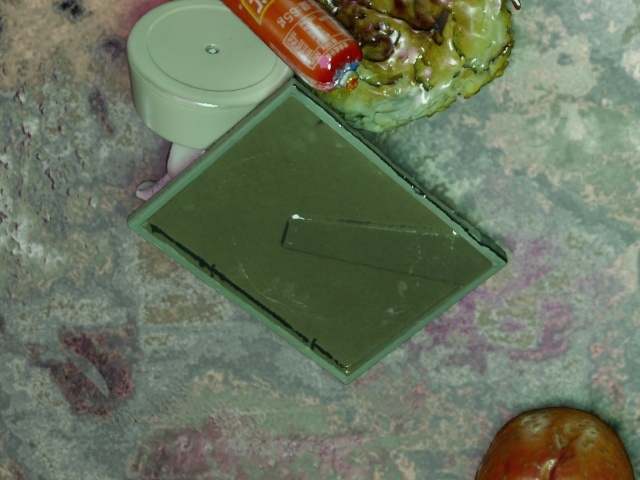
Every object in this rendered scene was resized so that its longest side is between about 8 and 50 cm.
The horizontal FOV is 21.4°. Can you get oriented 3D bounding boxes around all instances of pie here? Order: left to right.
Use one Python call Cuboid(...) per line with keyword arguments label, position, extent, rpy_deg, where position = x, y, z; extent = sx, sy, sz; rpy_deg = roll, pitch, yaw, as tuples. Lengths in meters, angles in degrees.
Cuboid(label="pie", position=(0.064, -0.250, 1.767), extent=(0.308, 0.085, 0.308), rpy_deg=(7, 105, 26))

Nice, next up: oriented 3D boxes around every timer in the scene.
Cuboid(label="timer", position=(-0.131, -0.107, 1.828), extent=(0.175, 0.175, 0.266), rpy_deg=(26, 136, 13))

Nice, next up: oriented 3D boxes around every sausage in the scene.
Cuboid(label="sausage", position=(-0.045, -0.237, 1.736), extent=(0.274, 0.074, 0.074), rpy_deg=(46, 114, 27))

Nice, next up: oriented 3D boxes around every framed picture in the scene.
Cuboid(label="framed picture", position=(0.000, 0.000, 1.790), extent=(0.247, 0.022, 0.335), rpy_deg=(-39, 122, 23))

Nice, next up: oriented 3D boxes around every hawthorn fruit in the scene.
Cuboid(label="hawthorn fruit", position=(0.239, 0.274, 1.770), extent=(0.179, 0.200, 0.179), rpy_deg=(7, 108, 23))
